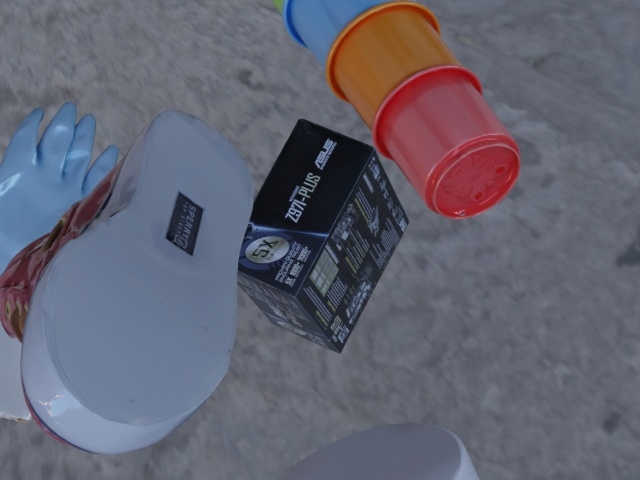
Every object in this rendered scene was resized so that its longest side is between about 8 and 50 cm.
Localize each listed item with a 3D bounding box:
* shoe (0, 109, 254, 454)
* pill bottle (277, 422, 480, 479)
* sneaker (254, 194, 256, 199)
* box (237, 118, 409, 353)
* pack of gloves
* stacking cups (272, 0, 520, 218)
[{"bbox_3d":[-0.073,0.027,0.498,0.063,0.178,0.081,38,117,-14],"label":"shoe"},{"bbox_3d":[0.096,0.341,1.183,0.210,0.210,0.363,-24,109,-6],"label":"pill bottle"},{"bbox_3d":[-0.209,0.017,1.940,0.281,0.105,0.115,-6,128,7],"label":"sneaker"},{"bbox_3d":[0.000,0.000,1.324,0.077,0.180,0.147,24,78,20],"label":"box"},{"bbox_3d":[-0.250,-0.014,0.982,0.195,0.046,0.232,12,65,7],"label":"pack of gloves"},{"bbox_3d":[0.020,-0.139,0.953,0.096,0.316,0.096,-16,138,-15],"label":"stacking cups"}]
